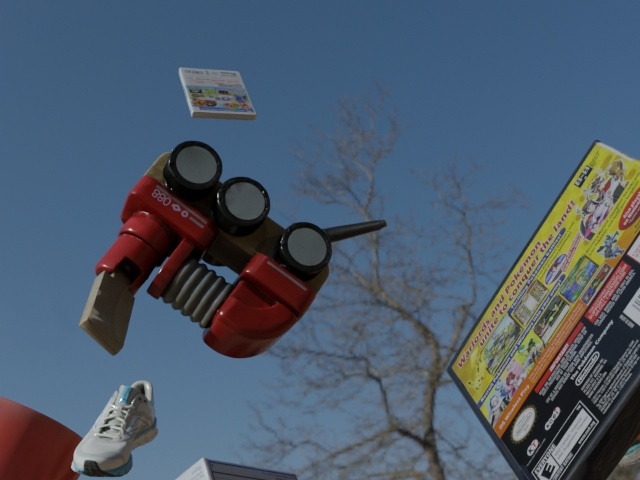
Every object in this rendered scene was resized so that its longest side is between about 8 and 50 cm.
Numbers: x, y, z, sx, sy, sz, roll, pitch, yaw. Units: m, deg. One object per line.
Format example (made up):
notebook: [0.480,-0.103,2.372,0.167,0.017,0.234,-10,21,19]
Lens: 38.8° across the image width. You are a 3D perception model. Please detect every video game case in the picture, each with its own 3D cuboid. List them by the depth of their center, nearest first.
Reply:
video game case: [0.229,0.063,0.786,0.035,0.248,0.275,27,-78,-19]
video game case: [-0.141,-0.200,1.238,0.087,0.122,0.011,1,-53,-19]

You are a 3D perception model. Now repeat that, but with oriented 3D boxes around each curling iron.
curling iron: [0.000,0.000,1.677,0.273,0.035,0.068,-11,20,-24]

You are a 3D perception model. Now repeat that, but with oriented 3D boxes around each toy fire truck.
toy fire truck: [-0.128,0.046,0.906,0.217,0.246,0.158,37,-31,-3]

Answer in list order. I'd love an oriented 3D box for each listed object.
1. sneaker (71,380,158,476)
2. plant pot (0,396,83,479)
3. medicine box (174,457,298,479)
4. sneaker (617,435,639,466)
sneaker: [-0.246,0.221,1.099,0.071,0.083,0.191,9,11,4]
plant pot: [-0.535,0.402,1.447,0.274,0.243,0.275,14,-30,8]
medicine box: [-0.141,0.587,1.732,0.149,0.289,0.263,-41,-41,23]
sneaker: [0.443,0.210,1.234,0.121,0.108,0.302,42,-39,1]
